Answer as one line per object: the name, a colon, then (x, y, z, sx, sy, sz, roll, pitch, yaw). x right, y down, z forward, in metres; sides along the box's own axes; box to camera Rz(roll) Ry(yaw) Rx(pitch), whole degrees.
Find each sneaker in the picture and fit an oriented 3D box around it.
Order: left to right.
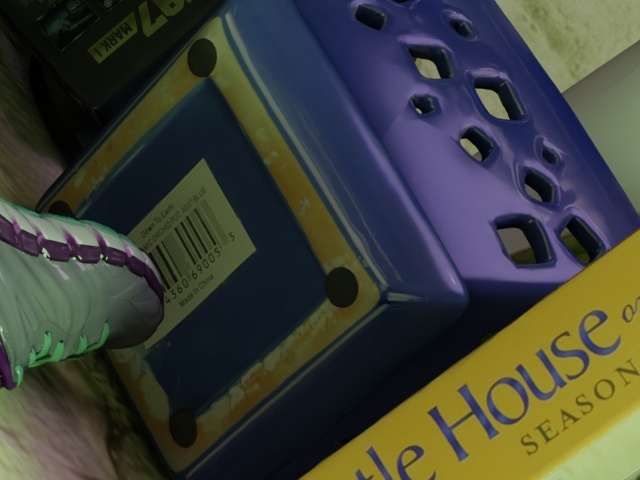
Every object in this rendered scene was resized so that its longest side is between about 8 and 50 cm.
sneaker: (-0.136, 0.036, 0.745, 0.224, 0.083, 0.098, 30, 48, -59)

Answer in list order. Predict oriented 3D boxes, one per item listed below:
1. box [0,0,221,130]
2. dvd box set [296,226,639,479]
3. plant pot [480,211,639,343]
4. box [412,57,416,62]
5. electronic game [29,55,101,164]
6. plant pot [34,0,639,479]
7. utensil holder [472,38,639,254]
box: (-0.099, -0.202, 1.094, 0.183, 0.233, 0.059, 47, -5, 18)
dvd box set: (0.134, 0.091, 0.774, 0.062, 0.420, 0.307, 57, 10, 26)
plant pot: (0.221, 0.217, 1.145, 0.366, 0.366, 0.353, 38, 32, -60)
box: (-0.022, -0.233, 1.284, 0.183, 0.294, 0.296, 21, -10, 19)
electronic game: (-0.102, -0.045, 1.181, 0.229, 0.048, 0.229, 44, 15, -15)
plant pot: (0.000, 0.000, 0.951, 0.212, 0.236, 0.236, -6, 60, -52)
utensil holder: (0.247, 0.038, 1.595, 0.327, 0.385, 0.327, 52, 10, -14)
